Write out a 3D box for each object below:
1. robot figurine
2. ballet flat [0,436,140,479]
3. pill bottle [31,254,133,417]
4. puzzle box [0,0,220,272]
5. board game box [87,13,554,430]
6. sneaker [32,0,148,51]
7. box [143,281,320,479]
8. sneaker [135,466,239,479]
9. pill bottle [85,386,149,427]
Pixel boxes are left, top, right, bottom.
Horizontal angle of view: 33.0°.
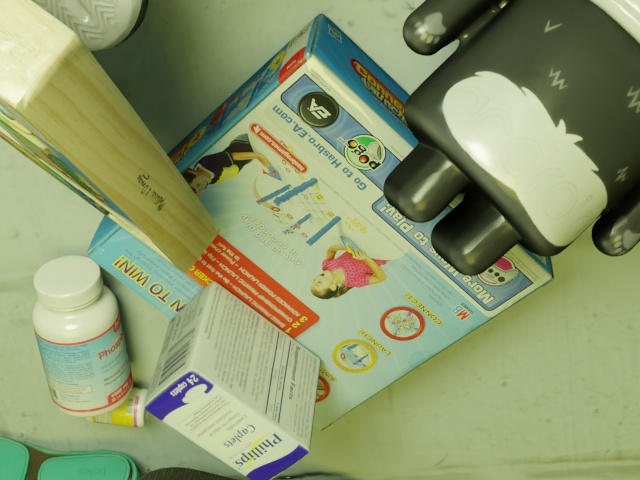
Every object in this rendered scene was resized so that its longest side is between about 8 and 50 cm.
[{"bbox_3d":[0.177,-0.101,0.832,0.278,0.173,0.209,-45,140,3],"label":"robot figurine"},{"bbox_3d":[-0.330,0.284,1.260,0.248,0.083,0.087,4,140,5],"label":"ballet flat"},{"bbox_3d":[-0.246,0.098,1.107,0.087,0.087,0.160,1,127,5],"label":"pill bottle"},{"bbox_3d":[-0.224,-0.113,0.754,0.272,0.409,0.052,36,82,13],"label":"puzzle box"},{"bbox_3d":[0.000,0.000,1.009,0.308,0.086,0.302,41,121,-21],"label":"board game box"},{"bbox_3d":[-0.215,-0.272,0.763,0.321,0.180,0.124,45,119,1],"label":"sneaker"},{"bbox_3d":[-0.076,0.129,0.979,0.137,0.126,0.072,38,120,-19],"label":"box"},{"bbox_3d":[-0.055,0.396,1.295,0.448,0.169,0.257,19,146,-16],"label":"sneaker"},{"bbox_3d":[-0.232,0.181,1.193,0.083,0.043,0.043,6,126,3],"label":"pill bottle"}]
